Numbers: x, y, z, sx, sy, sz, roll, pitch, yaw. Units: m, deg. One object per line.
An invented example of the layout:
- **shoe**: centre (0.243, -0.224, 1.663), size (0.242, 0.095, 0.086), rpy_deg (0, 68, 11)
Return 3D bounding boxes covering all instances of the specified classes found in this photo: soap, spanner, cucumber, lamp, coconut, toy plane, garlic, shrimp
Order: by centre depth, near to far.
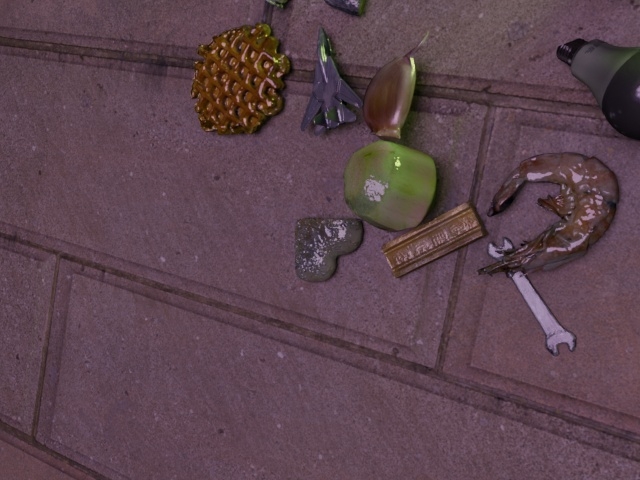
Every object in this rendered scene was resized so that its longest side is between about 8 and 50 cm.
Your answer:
- **lamp**: centre (0.631, -0.338, 1.443), size (0.182, 0.182, 0.313), rpy_deg (-41, 48, 23)
- **shrimp**: centre (0.478, -0.048, 1.561), size (0.360, 0.085, 0.246), rpy_deg (-42, 68, 16)
- **spanner**: centre (0.474, 0.123, 1.602), size (0.071, 0.017, 0.301), rpy_deg (-35, 75, 24)
- **coconut**: centre (0.172, -0.124, 1.659), size (0.236, 0.236, 0.204), rpy_deg (23, 95, 27)
- **garlic**: centre (0.177, -0.366, 1.691), size (0.149, 0.129, 0.266), rpy_deg (14, 96, 33)
- **soap**: centre (0.268, 0.000, 1.703), size (0.252, 0.037, 0.092), rpy_deg (-29, 76, 27)
- **cucumber**: centre (0.063, -0.608, 1.788), size (0.112, 0.064, 0.064), rpy_deg (31, 106, 25)
- **toy plane**: centre (0.025, -0.410, 1.802), size (0.212, 0.088, 0.267), rpy_deg (-15, 71, 42)

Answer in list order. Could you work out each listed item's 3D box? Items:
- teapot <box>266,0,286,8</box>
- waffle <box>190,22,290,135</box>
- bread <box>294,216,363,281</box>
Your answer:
- **teapot**: centre (-0.093, -0.720, 1.864), size (0.107, 0.077, 0.200), rpy_deg (44, 110, 25)
- **waffle**: centre (-0.227, -0.436, 1.949), size (0.325, 0.068, 0.301), rpy_deg (-8, 87, 30)
- **bread**: centre (0.000, 0.000, 1.836), size (0.232, 0.064, 0.172), rpy_deg (-46, 73, 20)
